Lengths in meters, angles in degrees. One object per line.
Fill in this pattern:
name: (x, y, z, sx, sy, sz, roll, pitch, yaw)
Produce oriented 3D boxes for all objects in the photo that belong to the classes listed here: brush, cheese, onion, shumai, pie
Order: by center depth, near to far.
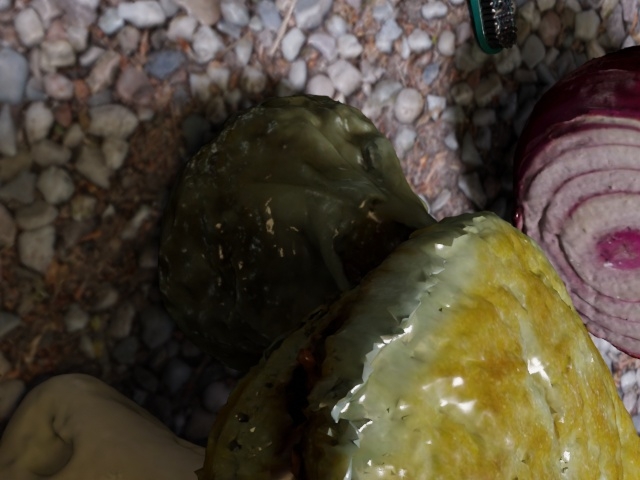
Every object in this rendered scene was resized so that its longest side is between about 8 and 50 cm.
pie: (0.111, 0.177, 0.802, 0.418, 0.180, 0.395, -28, 103, -46)
cheese: (-0.117, 0.247, 0.872, 0.174, 0.251, 0.248, -59, 136, -19)
shumai: (-0.001, 0.000, 0.920, 0.189, 0.218, 0.256, 19, 86, -44)
brush: (0.165, -0.281, 1.096, 0.043, 0.032, 0.193, -25, 112, -29)
onion: (0.363, -0.060, 1.125, 0.337, 0.282, 0.260, 53, 47, -18)

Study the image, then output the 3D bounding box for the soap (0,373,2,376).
soap: (-0.397, 0.130, 0.720, 0.324, 0.096, 0.204, -43, 127, -21)
